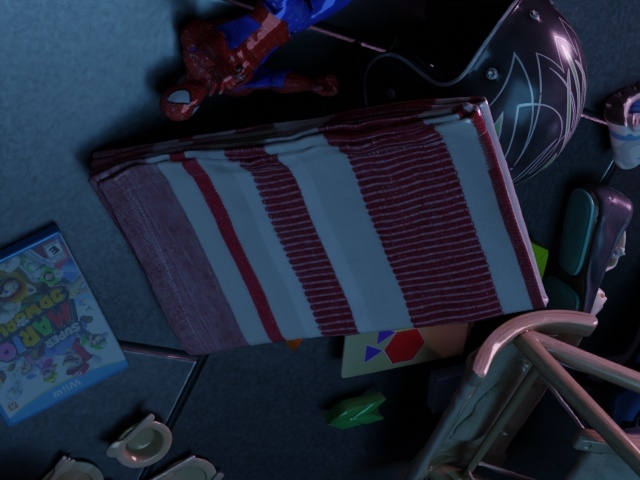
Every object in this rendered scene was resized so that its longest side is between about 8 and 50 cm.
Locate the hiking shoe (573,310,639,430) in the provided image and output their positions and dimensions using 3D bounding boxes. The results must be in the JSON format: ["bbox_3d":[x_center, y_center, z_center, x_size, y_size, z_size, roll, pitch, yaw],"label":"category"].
[{"bbox_3d":[0.388,0.104,1.486,0.113,0.132,0.304,10,116,-32],"label":"hiking shoe"}]

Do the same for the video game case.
[{"bbox_3d":[-0.246,0.075,1.215,0.119,0.015,0.166,-27,130,-9],"label":"video game case"}]

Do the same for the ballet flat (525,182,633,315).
[{"bbox_3d":[0.260,0.037,1.417,0.074,0.074,0.203,0,119,-28],"label":"ballet flat"}]

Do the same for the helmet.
[{"bbox_3d":[0.134,-0.123,1.154,0.169,0.162,0.169,-28,124,-53],"label":"helmet"}]

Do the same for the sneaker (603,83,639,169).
[{"bbox_3d":[0.359,-0.119,1.369,0.191,0.071,0.083,-16,134,-7],"label":"sneaker"}]

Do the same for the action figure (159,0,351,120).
[{"bbox_3d":[-0.005,-0.172,1.095,0.280,0.139,0.091,-39,130,5],"label":"action figure"}]

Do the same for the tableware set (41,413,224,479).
[{"bbox_3d":[-0.180,0.236,1.356,0.141,0.020,0.168,-39,130,2],"label":"tableware set"}]

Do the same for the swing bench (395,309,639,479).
[{"bbox_3d":[0.232,0.219,1.399,0.165,0.255,0.253,-47,167,-43],"label":"swing bench"}]

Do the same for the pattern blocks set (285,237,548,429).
[{"bbox_3d":[0.086,0.041,1.355,0.285,0.026,0.324,-2,122,-26],"label":"pattern blocks set"}]

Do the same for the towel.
[{"bbox_3d":[0.000,0.000,1.167,0.329,0.037,0.237,-8,134,18],"label":"towel"}]
